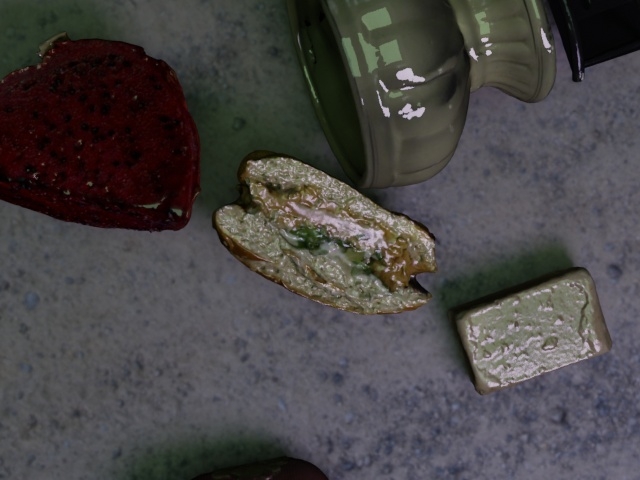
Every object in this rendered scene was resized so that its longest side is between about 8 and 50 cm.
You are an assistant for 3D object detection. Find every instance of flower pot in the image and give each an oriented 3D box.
[{"bbox_3d":[0.112,-0.227,1.624,0.244,0.307,0.307,-18,94,-10],"label":"flower pot"}]

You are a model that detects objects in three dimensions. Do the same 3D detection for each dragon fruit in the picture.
[{"bbox_3d":[-0.260,-0.122,1.693,0.317,0.152,0.205,14,75,11],"label":"dragon fruit"}]

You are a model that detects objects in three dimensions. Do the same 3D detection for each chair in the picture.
[{"bbox_3d":[0.323,-0.277,1.641,0.260,0.141,0.154,-23,95,-33],"label":"chair"}]

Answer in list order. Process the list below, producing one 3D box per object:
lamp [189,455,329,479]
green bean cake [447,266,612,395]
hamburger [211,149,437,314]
[{"bbox_3d":[-0.079,0.351,1.699,0.258,0.180,0.180,-11,94,-3],"label":"lamp"},{"bbox_3d":[0.255,0.109,1.744,0.179,0.085,0.109,-20,92,-2],"label":"green bean cake"},{"bbox_3d":[0.000,0.000,1.694,0.283,0.156,0.144,27,85,-17],"label":"hamburger"}]
